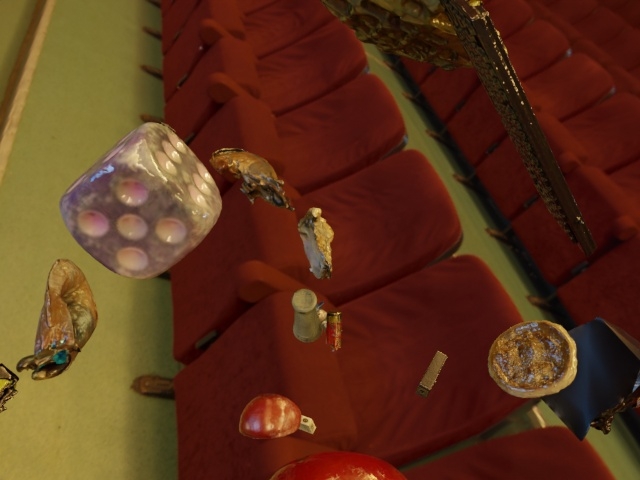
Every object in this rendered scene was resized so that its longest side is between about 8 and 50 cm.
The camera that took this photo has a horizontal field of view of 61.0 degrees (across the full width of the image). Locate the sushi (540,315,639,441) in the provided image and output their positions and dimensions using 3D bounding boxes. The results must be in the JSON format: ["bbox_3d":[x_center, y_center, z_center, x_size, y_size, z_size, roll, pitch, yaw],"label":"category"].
[{"bbox_3d":[0.639,0.308,1.253,0.212,0.227,0.215,21,21,-39],"label":"sushi"}]

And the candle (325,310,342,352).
[{"bbox_3d":[0.042,0.287,1.699,0.052,0.051,0.131,-3,94,-53],"label":"candle"}]

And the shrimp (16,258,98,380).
[{"bbox_3d":[-0.647,0.195,1.370,0.446,0.109,0.221,-116,-168,-63],"label":"shrimp"}]

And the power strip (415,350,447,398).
[{"bbox_3d":[0.237,0.284,1.152,0.029,0.038,0.111,26,44,19],"label":"power strip"}]

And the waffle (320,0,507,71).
[{"bbox_3d":[0.089,-0.245,0.605,0.204,0.054,0.223,27,8,31],"label":"waffle"}]

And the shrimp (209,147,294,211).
[{"bbox_3d":[-0.131,-0.101,1.014,0.117,0.066,0.262,-8,32,-20],"label":"shrimp"}]

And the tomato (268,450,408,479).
[{"bbox_3d":[0.044,0.529,0.944,0.289,0.325,0.293,-12,45,-4],"label":"tomato"}]

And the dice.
[{"bbox_3d":[-0.416,-0.094,1.289,0.270,0.271,0.270,50,15,-25],"label":"dice"}]

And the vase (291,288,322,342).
[{"bbox_3d":[-0.044,0.226,1.652,0.096,0.219,0.096,-1,58,2],"label":"vase"}]

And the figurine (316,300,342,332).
[{"bbox_3d":[0.005,0.270,1.814,0.136,0.079,0.077,57,12,4],"label":"figurine"}]

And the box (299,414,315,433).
[{"bbox_3d":[-0.058,0.500,1.501,0.024,0.083,0.054,-60,149,-33],"label":"box"}]

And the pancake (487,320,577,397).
[{"bbox_3d":[0.379,0.210,0.977,0.028,0.158,0.158,49,19,-40],"label":"pancake"}]

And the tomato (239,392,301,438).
[{"bbox_3d":[-0.122,0.423,1.343,0.159,0.138,0.092,5,87,-54],"label":"tomato"}]

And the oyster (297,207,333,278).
[{"bbox_3d":[0.000,0.000,1.258,0.191,0.081,0.163,83,-17,-58],"label":"oyster"}]

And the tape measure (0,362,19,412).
[{"bbox_3d":[-0.693,0.271,1.043,0.199,0.186,0.112,49,44,-10],"label":"tape measure"}]

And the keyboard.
[{"bbox_3d":[0.191,-0.098,0.507,0.310,0.018,0.101,45,20,-37],"label":"keyboard"}]
